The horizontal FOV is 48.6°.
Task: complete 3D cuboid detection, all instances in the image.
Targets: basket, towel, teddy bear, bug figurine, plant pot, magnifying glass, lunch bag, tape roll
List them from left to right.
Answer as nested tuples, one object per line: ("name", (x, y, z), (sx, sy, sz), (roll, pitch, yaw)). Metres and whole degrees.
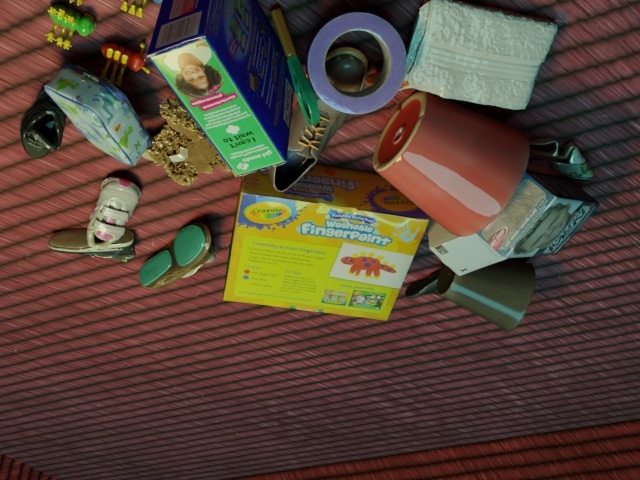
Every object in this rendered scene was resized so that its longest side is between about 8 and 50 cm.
("lunch bag", (-0.461, -0.262, 1.477), (0.176, 0.090, 0.219), (27, 162, 22))
("bug figurine", (-0.400, -0.430, 1.338), (0.216, 0.072, 0.279), (22, 143, -17))
("teddy bear", (-0.264, -0.230, 1.591), (0.245, 0.113, 0.338), (30, 142, -22))
("magnifying glass", (-0.049, -0.336, 1.385), (0.026, 0.092, 0.231), (-20, 104, -7))
("tape roll", (0.066, -0.343, 1.363), (0.189, 0.080, 0.189), (-2, 109, -5))
("plant pot", (0.264, -0.176, 1.524), (0.243, 0.275, 0.275), (27, 136, -17))
("towel", (0.307, -0.366, 1.389), (0.282, 0.049, 0.187), (8, 125, -10))
("basket", (0.455, 0.128, 1.987), (0.226, 0.204, 0.154), (18, -176, -10))

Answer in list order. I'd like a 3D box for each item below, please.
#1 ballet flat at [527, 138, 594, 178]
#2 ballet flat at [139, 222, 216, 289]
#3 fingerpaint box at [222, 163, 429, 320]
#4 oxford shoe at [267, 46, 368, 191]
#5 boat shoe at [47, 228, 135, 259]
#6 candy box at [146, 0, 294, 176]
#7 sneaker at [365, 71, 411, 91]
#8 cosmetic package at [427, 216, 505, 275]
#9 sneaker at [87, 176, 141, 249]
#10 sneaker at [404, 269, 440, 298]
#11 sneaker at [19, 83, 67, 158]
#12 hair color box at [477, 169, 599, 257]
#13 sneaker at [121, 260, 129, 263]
("ballet flat", (0.542, -0.194, 1.640), (0.221, 0.077, 0.079), (8, 122, -9))
("ballet flat", (-0.366, 0.048, 1.952), (0.124, 0.116, 0.342), (8, 148, -43))
("fingerpaint box", (0.000, 0.000, 1.786), (0.444, 0.163, 0.371), (7, 132, -9))
("oxford shoe", (-0.006, -0.246, 1.513), (0.130, 0.133, 0.364), (18, 134, -20))
("boat shoe", (-0.619, 0.019, 1.922), (0.233, 0.084, 0.079), (0, 136, -2))
("candy box", (-0.165, -0.325, 1.310), (0.122, 0.268, 0.317), (-13, 141, 20))
("sneaker", (0.179, -0.345, 1.461), (0.175, 0.064, 0.067), (-6, 128, -2))
("cosmetic package", (0.361, -0.041, 1.743), (0.151, 0.184, 0.151), (-25, 137, 30))
("sneaker", (-0.526, -0.060, 1.795), (0.103, 0.111, 0.252), (16, 140, -19))
("sneaker", (0.339, 0.141, 2.093), (0.089, 0.051, 0.170), (33, 128, -30))
("sneaker", (-0.618, -0.232, 1.559), (0.087, 0.130, 0.227), (25, 139, -26))
("hair color box", (0.499, -0.056, 1.617), (0.347, 0.105, 0.174), (0, 131, -54))
("sneaker", (-0.556, 0.045, 1.997), (0.031, 0.035, 0.083), (5, 143, -4))
